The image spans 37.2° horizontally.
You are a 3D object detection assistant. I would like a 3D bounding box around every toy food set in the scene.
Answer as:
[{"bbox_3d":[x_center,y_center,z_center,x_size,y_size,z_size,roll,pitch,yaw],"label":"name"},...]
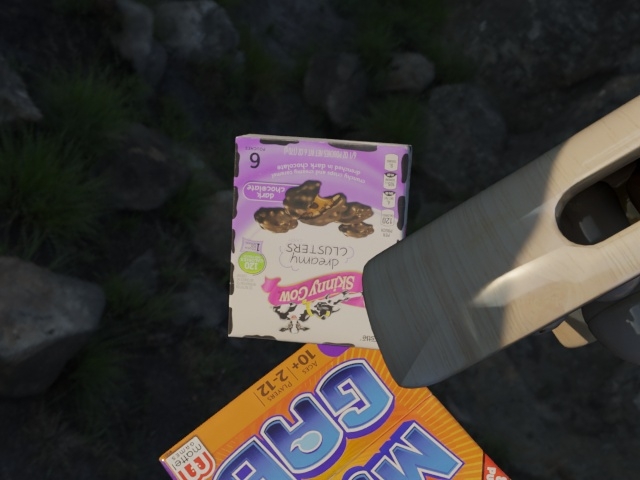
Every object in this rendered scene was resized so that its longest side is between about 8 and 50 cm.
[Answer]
[{"bbox_3d":[0.171,-0.005,0.422,0.092,0.220,0.306,62,20,14],"label":"toy food set"}]

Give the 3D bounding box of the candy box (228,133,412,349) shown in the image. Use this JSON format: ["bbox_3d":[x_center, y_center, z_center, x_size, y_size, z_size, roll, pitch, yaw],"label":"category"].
[{"bbox_3d":[0.000,0.000,0.924,0.165,0.196,0.070,4,8,7],"label":"candy box"}]

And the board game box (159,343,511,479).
[{"bbox_3d":[0.031,0.399,1.441,0.356,0.356,0.356,-36,65,-15],"label":"board game box"}]
